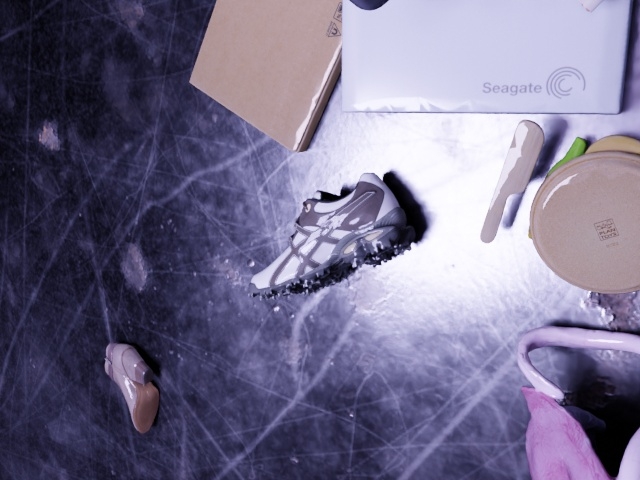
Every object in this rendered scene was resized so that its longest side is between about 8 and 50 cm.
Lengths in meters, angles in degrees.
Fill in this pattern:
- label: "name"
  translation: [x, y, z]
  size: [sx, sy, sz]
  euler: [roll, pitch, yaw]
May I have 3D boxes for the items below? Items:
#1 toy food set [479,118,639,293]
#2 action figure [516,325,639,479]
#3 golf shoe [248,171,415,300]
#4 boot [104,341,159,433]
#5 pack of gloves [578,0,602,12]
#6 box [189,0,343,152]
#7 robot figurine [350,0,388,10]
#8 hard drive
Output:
- label: "toy food set"
  translation: [0.239, -0.019, 0.511]
  size: [0.192, 0.038, 0.132]
  euler: [25, 121, 19]
- label: "action figure"
  translation: [0.212, 0.235, 0.381]
  size: [0.248, 0.370, 0.275]
  euler: [-4, 98, 32]
- label: "golf shoe"
  translation: [0.000, 0.000, 0.644]
  size: [0.198, 0.077, 0.093]
  euler: [-26, 76, 27]
- label: "boot"
  translation: [-0.270, 0.201, 0.873]
  size: [0.087, 0.042, 0.118]
  euler: [20, 110, 33]
- label: "pack of gloves"
  translation: [0.285, -0.225, 0.407]
  size: [0.195, 0.046, 0.232]
  euler: [42, 121, -14]
- label: "box"
  translation: [-0.044, -0.218, 0.643]
  size: [0.164, 0.021, 0.201]
  euler: [36, 118, 19]
- label: "robot figurine"
  translation: [0.087, -0.287, 0.388]
  size: [0.278, 0.173, 0.209]
  euler: [-40, 88, 28]
- label: "hard drive"
  translation: [0.130, -0.281, 0.495]
  size: [0.233, 0.047, 0.352]
  euler: [6, 104, 25]
